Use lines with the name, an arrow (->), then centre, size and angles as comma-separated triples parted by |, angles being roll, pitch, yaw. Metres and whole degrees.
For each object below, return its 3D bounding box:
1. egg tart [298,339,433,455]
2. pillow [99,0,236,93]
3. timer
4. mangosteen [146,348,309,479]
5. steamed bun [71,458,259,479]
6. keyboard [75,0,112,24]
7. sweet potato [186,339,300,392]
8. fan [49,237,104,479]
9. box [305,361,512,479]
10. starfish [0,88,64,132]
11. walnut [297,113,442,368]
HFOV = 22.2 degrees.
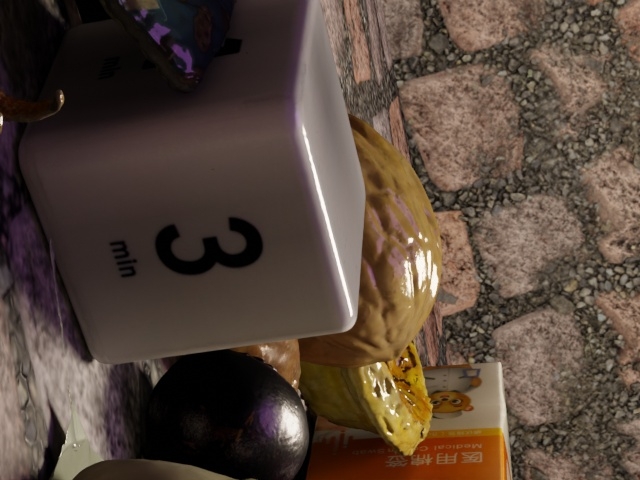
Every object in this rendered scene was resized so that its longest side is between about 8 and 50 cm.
egg tart -> 0.024, 0.103, 1.747 | 0.290, 0.115, 0.290 | 60, 13, -24
pillow -> -0.151, -0.228, 1.079 | 0.255, 0.034, 0.189 | 42, 31, -20
timer -> -0.082, -0.047, 1.166 | 0.194, 0.195, 0.192 | -85, 163, -56
mangosteen -> -0.079, 0.160, 1.258 | 0.151, 0.137, 0.137 | -61, 161, -9
steamed bun -> -0.029, 0.324, 1.000 | 0.346, 0.237, 0.394 | 32, 51, -79
keyboard -> -0.166, -0.200, 1.218 | 0.013, 0.061, 0.204 | -42, 129, -43
sweet potato -> -0.065, 0.106, 1.418 | 0.292, 0.097, 0.097 | 70, 15, -49
fan -> -0.162, 0.151, 1.071 | 0.182, 0.010, 0.310 | -14, 98, -79
box -> 0.103, 0.278, 1.824 | 0.341, 0.225, 0.143 | -77, 161, -66
starfish -> -0.205, -0.116, 0.874 | 0.190, 0.074, 0.146 | -3, 84, -80
walnut -> 0.000, 0.000, 1.511 | 0.261, 0.225, 0.225 | 58, 6, 10
